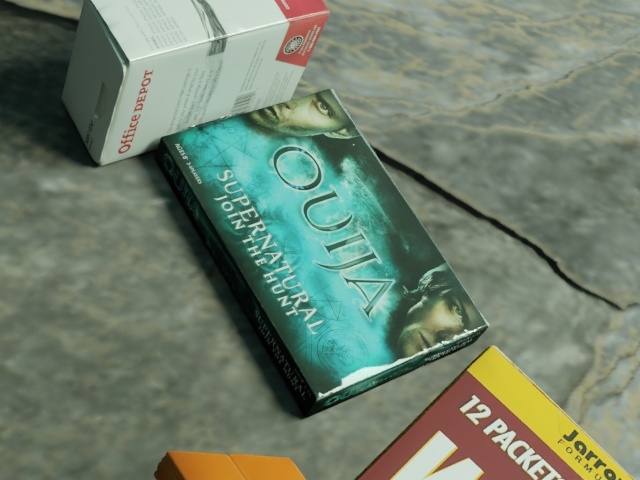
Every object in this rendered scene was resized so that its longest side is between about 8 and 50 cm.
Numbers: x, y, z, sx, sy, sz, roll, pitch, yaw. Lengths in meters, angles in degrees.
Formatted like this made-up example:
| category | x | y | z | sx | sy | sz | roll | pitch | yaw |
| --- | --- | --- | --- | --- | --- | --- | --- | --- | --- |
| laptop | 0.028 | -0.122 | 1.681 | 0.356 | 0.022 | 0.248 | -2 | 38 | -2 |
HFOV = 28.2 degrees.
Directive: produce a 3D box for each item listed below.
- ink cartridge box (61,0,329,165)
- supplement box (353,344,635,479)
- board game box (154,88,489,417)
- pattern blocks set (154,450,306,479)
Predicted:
| category | x | y | z | sx | sy | sz | roll | pitch | yaw |
| --- | --- | --- | --- | --- | --- | --- | --- | --- | --- |
| ink cartridge box | -0.076 | -0.108 | 0.748 | 0.135 | 0.099 | 0.056 | -20 | 67 | -31 |
| supplement box | 0.028 | 0.182 | 0.535 | 0.129 | 0.194 | 0.191 | 44 | 54 | 11 |
| board game box | 0.000 | 0.000 | 0.751 | 0.126 | 0.026 | 0.186 | -20 | 67 | -30 |
| pattern blocks set | -0.060 | 0.176 | 0.352 | 0.325 | 0.026 | 0.285 | 36 | 45 | 6 |
